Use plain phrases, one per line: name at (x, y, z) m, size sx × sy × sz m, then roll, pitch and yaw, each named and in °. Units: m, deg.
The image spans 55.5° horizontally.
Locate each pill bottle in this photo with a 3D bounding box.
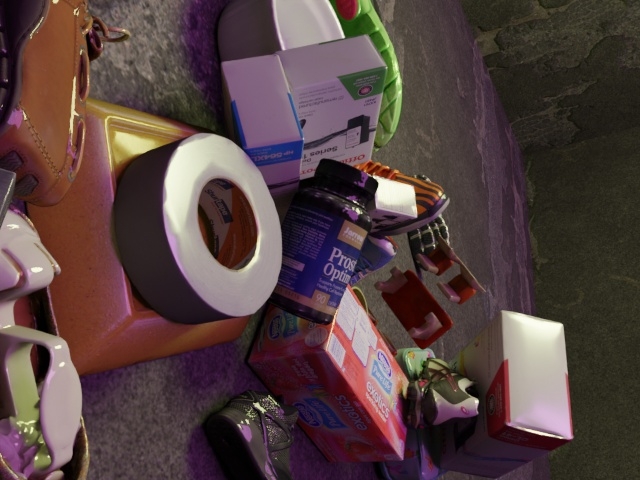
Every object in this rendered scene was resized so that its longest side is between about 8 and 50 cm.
pill bottle at (0.000, 0.000, 0.874) m, size 0.123 × 0.123 × 0.219 m, roll 27°, pitch 85°, yaw -55°

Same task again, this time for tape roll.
tape roll at (-0.134, -0.013, 0.721) m, size 0.219 × 0.072 × 0.219 m, roll 31°, pitch 53°, yaw -53°

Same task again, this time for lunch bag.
lunch bag at (0.195, 0.371, 1.298) m, size 0.224 × 0.108 × 0.278 m, roll 16°, pitch 66°, yaw -62°

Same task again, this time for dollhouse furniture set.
dollhouse furniture set at (0.161, 0.097, 1.224) m, size 0.135 × 0.262 × 0.259 m, roll 34°, pitch 19°, yaw -55°

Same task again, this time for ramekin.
ramekin at (-0.060, -0.331, 1.095) m, size 0.277 × 0.135 × 0.276 m, roll 34°, pitch 50°, yaw -52°

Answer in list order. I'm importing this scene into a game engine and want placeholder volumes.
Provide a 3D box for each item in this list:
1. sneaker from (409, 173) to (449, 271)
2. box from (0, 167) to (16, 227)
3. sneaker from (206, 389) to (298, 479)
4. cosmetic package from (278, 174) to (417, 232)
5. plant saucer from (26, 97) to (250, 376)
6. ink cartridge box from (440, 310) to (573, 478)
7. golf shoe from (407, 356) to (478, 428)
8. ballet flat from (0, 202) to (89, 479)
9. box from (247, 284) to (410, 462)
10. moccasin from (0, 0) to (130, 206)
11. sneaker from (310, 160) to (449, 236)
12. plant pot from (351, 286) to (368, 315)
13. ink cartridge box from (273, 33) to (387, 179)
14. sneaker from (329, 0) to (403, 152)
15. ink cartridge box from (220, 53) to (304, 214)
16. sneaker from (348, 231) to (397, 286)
sneaker at (0.301, -0.048, 1.686) m, size 0.110 × 0.107 × 0.275 m, roll 30°, pitch 53°, yaw -66°
box at (-0.342, 0.029, 0.417) m, size 0.183 × 0.056 × 0.230 m, roll 18°, pitch 58°, yaw -22°
sneaker at (-0.065, 0.310, 0.865) m, size 0.130 × 0.087 × 0.227 m, roll -38°, pitch 107°, yaw -53°
cosmetic package at (0.037, -0.038, 1.019) m, size 0.099 × 0.239 × 0.060 m, roll 11°, pitch 69°, yaw -40°
plant saucer at (-0.197, -0.021, 0.771) m, size 0.333 × 0.081 × 0.332 m, roll 0°, pitch 78°, yaw -62°
ink cartridge box at (0.342, 0.306, 1.172) m, size 0.306 × 0.131 × 0.226 m, roll 113°, pitch -11°, yaw -54°
golf shoe at (0.237, 0.287, 1.133) m, size 0.273 × 0.120 × 0.105 m, roll -11°, pitch 97°, yaw -73°
ballet flat at (-0.278, 0.074, 0.542) m, size 0.123 × 0.123 × 0.348 m, roll -9°, pitch 86°, yaw -62°
box at (0.029, 0.225, 1.014) m, size 0.299 × 0.142 × 0.154 m, roll 58°, pitch 33°, yaw -33°
moccasin at (-0.285, -0.214, 0.617) m, size 0.147 × 0.139 × 0.379 m, roll 57°, pitch 17°, yaw -63°
sneaker at (0.073, -0.116, 1.096) m, size 0.124 × 0.321 × 0.180 m, roll -45°, pitch 122°, yaw -27°
plant pot at (0.036, 0.133, 1.133) m, size 0.083 × 0.079 × 0.083 m, roll 33°, pitch 52°, yaw -54°
ink cartridge box at (0.009, -0.202, 0.957) m, size 0.208 × 0.153 × 0.086 m, roll 95°, pitch -25°, yaw -57°
sneaker at (0.089, -0.424, 1.342) m, size 0.202 × 0.185 × 0.482 m, roll 7°, pitch 69°, yaw -61°
ink cartridge box at (-0.087, -0.141, 0.883) m, size 0.203 × 0.086 × 0.148 m, roll 103°, pitch -28°, yaw -63°
sneaker at (0.062, 0.047, 1.099) m, size 0.080 × 0.211 × 0.081 m, roll 37°, pitch 57°, yaw -12°
